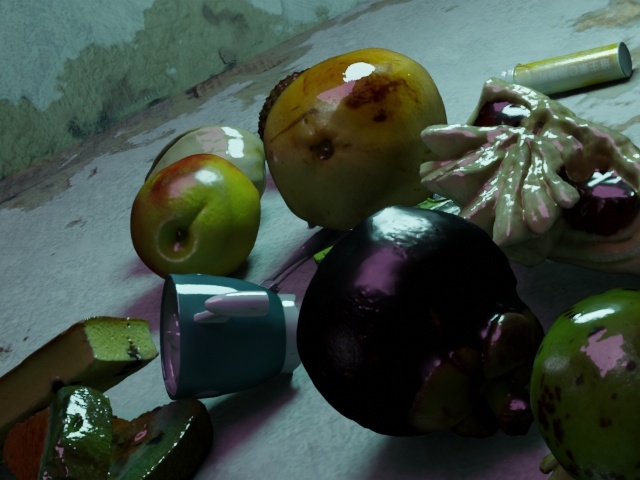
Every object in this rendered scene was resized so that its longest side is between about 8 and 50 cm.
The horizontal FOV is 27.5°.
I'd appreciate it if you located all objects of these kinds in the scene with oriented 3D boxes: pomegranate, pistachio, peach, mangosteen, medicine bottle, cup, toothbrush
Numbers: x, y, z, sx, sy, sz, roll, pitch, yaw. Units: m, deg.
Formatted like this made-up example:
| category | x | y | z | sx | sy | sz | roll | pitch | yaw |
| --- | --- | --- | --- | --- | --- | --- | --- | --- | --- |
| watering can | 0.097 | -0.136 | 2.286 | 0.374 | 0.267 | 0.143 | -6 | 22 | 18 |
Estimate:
| category | x | y | z | sx | sy | sz | roll | pitch | yaw |
| --- | --- | --- | --- | --- | --- | --- | --- | --- | --- |
| pomegranate | 0.065 | -0.154 | 2.072 | 0.319 | 0.319 | 0.319 | -23 | 21 | 9 |
| pistachio | -0.219 | -0.096 | 2.374 | 0.288 | 0.197 | 0.166 | -32 | 15 | 16 |
| pomegranate | 0.288 | 0.158 | 1.216 | 0.211 | 0.263 | 0.211 | 10 | 46 | -11 |
| peach | -0.208 | -0.036 | 2.191 | 0.231 | 0.231 | 0.231 | -23 | 21 | 9 |
| mangosteen | 0.116 | 0.110 | 1.442 | 0.233 | 0.287 | 0.287 | -34 | 17 | 20 |
| medicine bottle | 0.424 | -0.290 | 2.262 | 0.218 | 0.074 | 0.074 | -10 | 26 | 34 |
| cup | -0.118 | 0.125 | 1.749 | 0.173 | 0.168 | 0.300 | -1 | -20 | -17 |
| toothbrush | 0.000 | 0.000 | 2.131 | 0.029 | 0.024 | 0.354 | 10 | 39 | 41 |

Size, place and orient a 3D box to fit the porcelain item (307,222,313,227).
| category | x | y | z | sx | sy | sz | roll | pitch | yaw |
| --- | --- | --- | --- | --- | --- | --- | --- | --- | --- |
| porcelain item | 0.002 | -0.052 | 2.245 | 0.075 | 0.021 | 0.136 | -51 | 17 | -16 |

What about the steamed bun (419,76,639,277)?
| category | x | y | z | sx | sy | sz | roll | pitch | yaw |
| --- | --- | --- | --- | --- | --- | --- | --- | --- | --- |
| steamed bun | 0.265 | -0.070 | 1.627 | 0.247 | 0.189 | 0.428 | -45 | 42 | -2 |

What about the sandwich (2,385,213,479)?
| category | x | y | z | sx | sy | sz | roll | pitch | yaw |
| --- | --- | --- | --- | --- | --- | --- | --- | --- | --- |
| sandwich | -0.301 | 0.261 | 1.669 | 0.301 | 0.162 | 0.250 | -2 | 28 | 43 |

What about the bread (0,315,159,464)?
| category | x | y | z | sx | sy | sz | roll | pitch | yaw |
| --- | --- | --- | --- | --- | --- | --- | --- | --- | --- |
| bread | -0.397 | 0.219 | 1.827 | 0.361 | 0.077 | 0.138 | -34 | -19 | 26 |

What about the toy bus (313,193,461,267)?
| category | x | y | z | sx | sy | sz | roll | pitch | yaw |
| --- | --- | --- | --- | --- | --- | --- | --- | --- | --- |
| toy bus | 0.150 | 0.011 | 1.816 | 0.301 | 0.113 | 0.139 | -27 | 24 | -4 |

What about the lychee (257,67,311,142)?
| category | x | y | z | sx | sy | sz | roll | pitch | yaw |
| --- | --- | --- | --- | --- | --- | --- | --- | --- | --- |
| lychee | -0.015 | -0.234 | 2.481 | 0.238 | 0.200 | 0.200 | -31 | 15 | 34 |
